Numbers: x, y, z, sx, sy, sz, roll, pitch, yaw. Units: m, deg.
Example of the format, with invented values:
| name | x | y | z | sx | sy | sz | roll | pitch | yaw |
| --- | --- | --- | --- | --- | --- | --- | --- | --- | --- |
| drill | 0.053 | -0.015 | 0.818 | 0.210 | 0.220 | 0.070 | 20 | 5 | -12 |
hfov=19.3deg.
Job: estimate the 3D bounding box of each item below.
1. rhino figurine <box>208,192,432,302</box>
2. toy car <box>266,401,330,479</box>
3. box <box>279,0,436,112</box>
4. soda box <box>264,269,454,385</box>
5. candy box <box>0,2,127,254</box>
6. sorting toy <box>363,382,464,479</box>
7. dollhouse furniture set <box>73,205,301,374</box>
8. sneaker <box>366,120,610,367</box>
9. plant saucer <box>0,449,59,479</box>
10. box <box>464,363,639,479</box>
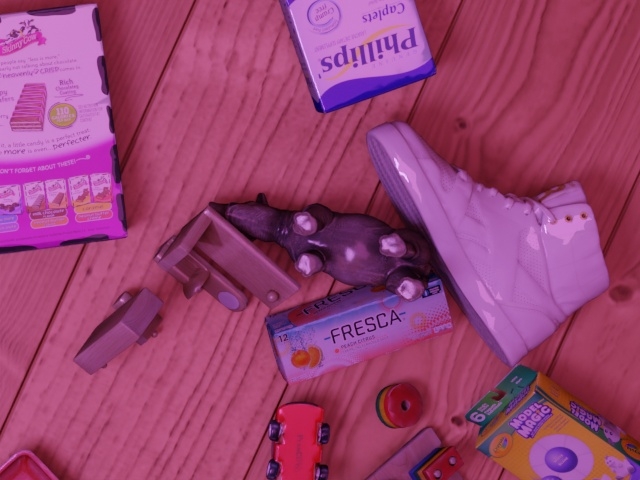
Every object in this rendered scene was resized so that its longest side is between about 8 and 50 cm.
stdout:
| name | x | y | z | sx | sy | sz | roll | pitch | yaw |
| --- | --- | --- | --- | --- | --- | --- | --- | --- | --- |
| rhino figurine | 0.000 | 0.000 | 1.881 | 0.243 | 0.106 | 0.073 | 16 | 98 | 12 |
| toy car | -0.051 | 0.307 | 1.941 | 0.225 | 0.053 | 0.239 | -30 | 98 | -4 |
| box | 0.036 | -0.211 | 1.894 | 0.126 | 0.072 | 0.137 | -20 | 98 | -5 |
| soda box | 0.039 | 0.085 | 1.925 | 0.183 | 0.058 | 0.063 | -18 | 109 | -7 |
| candy box | -0.283 | -0.110 | 1.858 | 0.159 | 0.071 | 0.233 | -7 | 97 | -7 |
| sorting toy | 0.115 | 0.289 | 1.936 | 0.132 | 0.046 | 0.274 | -37 | 102 | -33 |
| dollhouse furniture set | -0.132 | 0.081 | 1.862 | 0.123 | 0.144 | 0.151 | 41 | 52 | -10 |
| sneaker | 0.180 | -0.033 | 1.922 | 0.169 | 0.108 | 0.292 | -36 | 109 | -5 |
| plant saucer | -0.309 | 0.382 | 1.913 | 0.259 | 0.048 | 0.258 | -42 | 100 | -2 |
| box | 0.244 | 0.211 | 1.956 | 0.179 | 0.043 | 0.105 | 36 | 124 | -8 |
